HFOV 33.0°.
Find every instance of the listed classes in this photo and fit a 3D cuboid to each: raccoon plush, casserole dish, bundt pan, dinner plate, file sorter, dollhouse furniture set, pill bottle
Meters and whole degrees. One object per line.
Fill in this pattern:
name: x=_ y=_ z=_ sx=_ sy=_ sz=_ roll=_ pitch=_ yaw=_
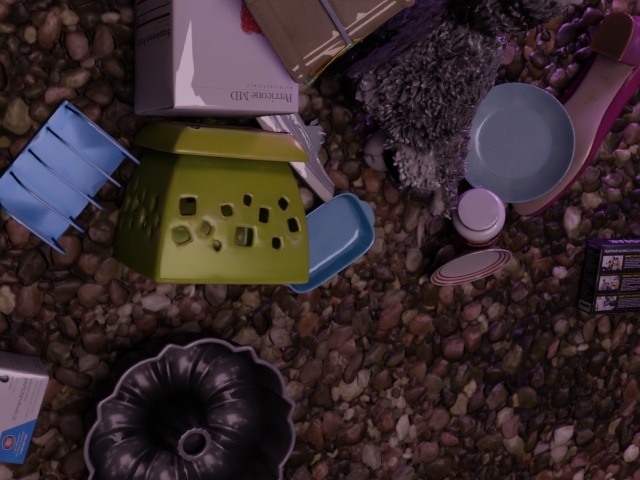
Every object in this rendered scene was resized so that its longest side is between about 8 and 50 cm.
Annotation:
raccoon plush: x=0.226 y=-0.196 z=1.555 sx=0.299 sy=0.446 sz=0.216 roll=52 pitch=53 yaw=-27
casserole dish: x=0.000 y=0.000 z=1.694 sx=0.188 sy=0.037 sz=0.114 roll=-35 pitch=117 yaw=-12
bundt pan: x=-0.209 y=0.281 z=1.624 sx=0.330 sy=0.124 sz=0.331 roll=-8 pitch=109 yaw=-24
dinner plate: x=0.249 y=0.041 z=1.791 sx=0.141 sy=0.141 sz=0.017 roll=-4 pitch=64 yaw=-25
file sorter: x=-0.345 y=-0.082 z=1.460 sx=0.118 sy=0.104 sz=0.170 roll=41 pitch=86 yaw=-29
dollhouse furniture set: x=-0.039 y=-0.378 z=1.335 sx=0.197 sy=0.151 sz=0.302 roll=-35 pitch=127 yaw=-1
pill bottle: x=0.253 y=-0.035 z=1.734 sx=0.086 sy=0.152 sz=0.086 roll=-1 pitch=80 yaw=8

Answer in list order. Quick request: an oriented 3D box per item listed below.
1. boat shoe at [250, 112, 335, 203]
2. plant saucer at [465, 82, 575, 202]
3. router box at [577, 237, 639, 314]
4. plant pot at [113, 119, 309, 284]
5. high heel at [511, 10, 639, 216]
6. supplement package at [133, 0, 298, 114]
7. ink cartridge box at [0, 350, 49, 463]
boat shoe: x=-0.033 y=-0.156 z=1.606 sx=0.081 sy=0.079 sz=0.227 roll=-40 pitch=115 yaw=-6
plant saucer: x=0.317 y=-0.160 z=1.764 sx=0.194 sy=0.037 sz=0.195 roll=2 pitch=99 yaw=12
router box: x=0.563 y=0.065 z=1.985 sx=0.178 sy=0.046 sz=0.133 roll=-1 pitch=105 yaw=-26
plant pot: x=-0.149 y=-0.058 z=1.501 sx=0.227 sy=0.228 sz=0.207 roll=2 pitch=98 yaw=-26
high heel: x=0.456 y=-0.202 z=1.829 sx=0.181 sy=0.127 sz=0.377 roll=2 pitch=123 yaw=-58
supplement package: x=-0.138 y=-0.311 z=1.422 sx=0.177 sy=0.175 sz=0.293 roll=-2 pitch=94 yaw=-26
ink cartridge box: x=-0.492 y=0.222 z=1.492 sx=0.190 sy=0.082 sz=0.140 roll=14 pitch=99 yaw=-30
